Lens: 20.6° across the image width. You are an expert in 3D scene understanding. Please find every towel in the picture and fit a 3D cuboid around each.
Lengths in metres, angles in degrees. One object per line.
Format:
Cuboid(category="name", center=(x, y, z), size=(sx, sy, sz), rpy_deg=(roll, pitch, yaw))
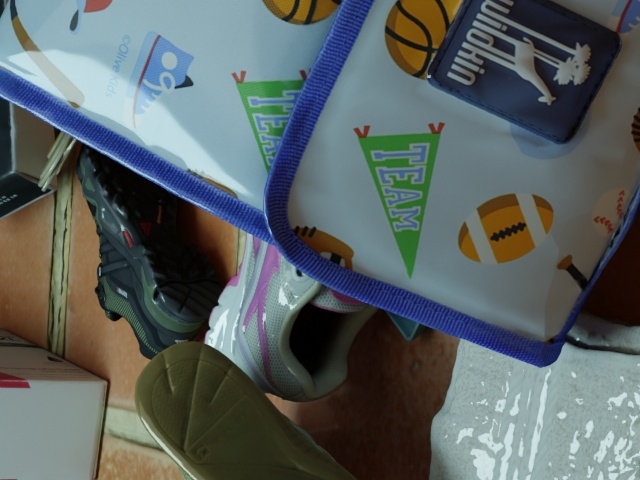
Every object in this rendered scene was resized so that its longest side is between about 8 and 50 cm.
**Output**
Cuboid(category="towel", center=(0.134, 0.176, 1.060), size=(0.187, 0.049, 0.282), rpy_deg=(15, 100, 55))

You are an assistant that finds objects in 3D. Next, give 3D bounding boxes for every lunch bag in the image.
Cuboid(category="lunch bag", center=(0.038, -0.151, 1.018), size=(0.385, 0.239, 0.328), rpy_deg=(30, 103, 18))

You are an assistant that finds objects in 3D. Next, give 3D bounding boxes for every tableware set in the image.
Cuboid(category="tableware set", center=(-0.202, -0.110, 1.518), size=(0.141, 0.020, 0.169), rpy_deg=(-59, 11, 3))

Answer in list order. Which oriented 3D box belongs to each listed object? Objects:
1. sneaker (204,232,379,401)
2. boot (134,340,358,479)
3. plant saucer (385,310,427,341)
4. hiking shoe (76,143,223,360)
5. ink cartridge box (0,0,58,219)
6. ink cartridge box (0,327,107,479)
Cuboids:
Cuboid(category="sneaker", center=(0.000, 0.000, 1.205), size=(0.111, 0.103, 0.252), rpy_deg=(27, 115, 49))
Cuboid(category="boot", center=(-0.013, 0.196, 1.179), size=(0.095, 0.203, 0.262), rpy_deg=(-42, 72, -7))
Cuboid(category="plant saucer", center=(0.036, -0.012, 1.245), size=(0.192, 0.018, 0.067), rpy_deg=(53, 128, 42))
Cuboid(category="hiking shoe", center=(-0.163, 0.010, 1.467), size=(0.114, 0.086, 0.227), rpy_deg=(-58, 42, 34))
Cuboid(category="ink cartridge box", center=(-0.341, -0.183, 1.693), size=(0.176, 0.069, 0.371), rpy_deg=(-25, 57, 31))
Cuboid(category="ink cartridge box", center=(-0.329, 0.147, 1.615), size=(0.237, 0.172, 0.100), rpy_deg=(16, 100, 55))
